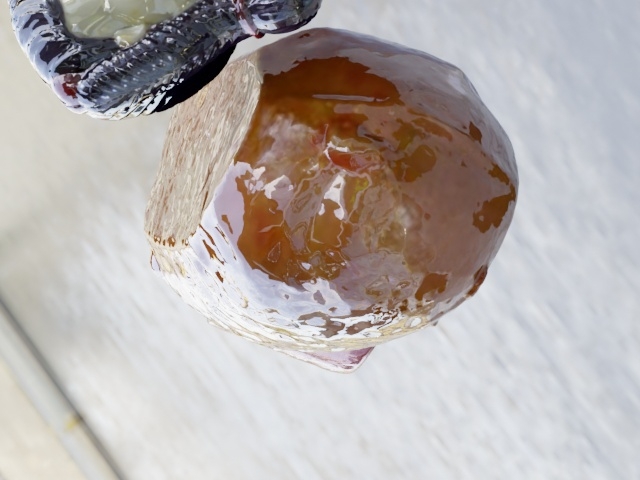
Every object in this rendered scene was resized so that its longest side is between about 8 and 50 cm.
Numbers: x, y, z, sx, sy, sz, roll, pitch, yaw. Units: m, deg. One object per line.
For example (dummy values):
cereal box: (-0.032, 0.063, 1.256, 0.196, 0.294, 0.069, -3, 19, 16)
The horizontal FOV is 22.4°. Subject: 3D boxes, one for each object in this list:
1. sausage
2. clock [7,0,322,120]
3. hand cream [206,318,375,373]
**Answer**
sausage: (-0.001, -0.021, 0.797, 0.141, 0.153, 0.268, 15, 173, -15)
clock: (-0.041, -0.149, 0.688, 0.100, 0.195, 0.194, 54, -164, -46)
hand cream: (0.000, 0.000, 1.261, 0.125, 0.193, 0.193, 21, 171, -10)
